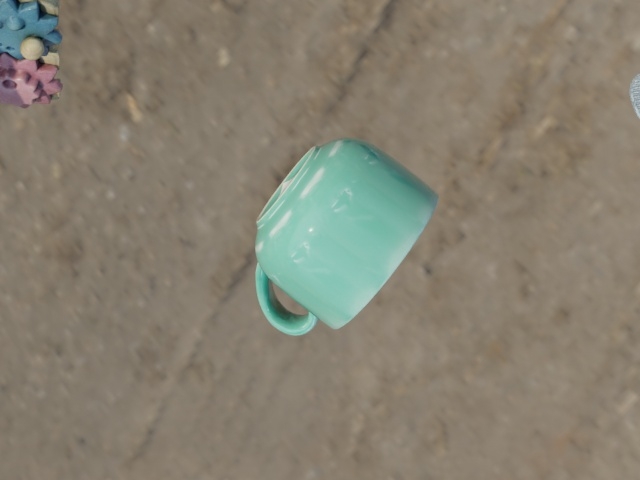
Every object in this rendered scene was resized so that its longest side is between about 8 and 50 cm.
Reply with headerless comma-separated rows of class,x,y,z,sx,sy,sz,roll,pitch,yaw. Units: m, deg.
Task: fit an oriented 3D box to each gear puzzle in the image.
gear puzzle,-0.401,-0.182,1.781,0.339,0.044,0.175,7,149,-3

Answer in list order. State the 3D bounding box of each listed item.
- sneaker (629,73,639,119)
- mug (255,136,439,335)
sneaker,0.386,-0.126,2.119,0.051,0.134,0.070,-47,170,22
mug,0.003,-0.003,1.491,0.097,0.129,0.157,38,90,-7
